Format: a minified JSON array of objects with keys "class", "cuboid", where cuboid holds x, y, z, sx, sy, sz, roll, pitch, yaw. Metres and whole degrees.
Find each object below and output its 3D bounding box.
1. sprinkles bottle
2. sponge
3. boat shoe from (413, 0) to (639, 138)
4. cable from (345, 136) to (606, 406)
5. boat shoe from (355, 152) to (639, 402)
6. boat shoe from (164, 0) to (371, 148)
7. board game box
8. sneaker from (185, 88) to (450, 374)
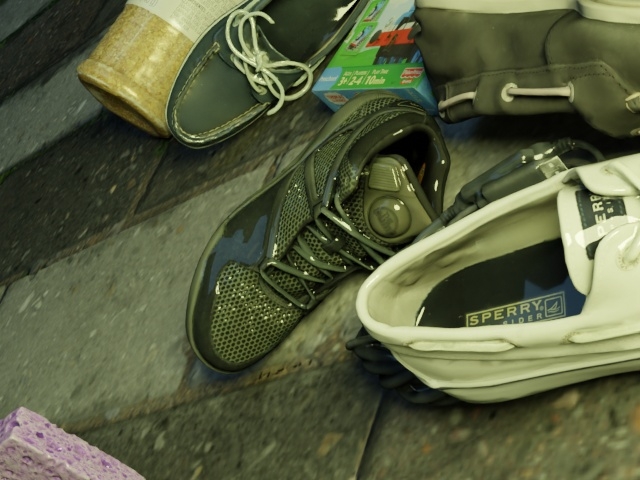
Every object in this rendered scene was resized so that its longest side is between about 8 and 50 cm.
[{"class":"sprinkles bottle","cuboid":[-0.108,-0.281,1.342,0.355,0.121,0.121,-57,26,-10]},{"class":"sponge","cuboid":[-0.232,0.198,0.926,0.210,0.117,0.031,-34,33,33]},{"class":"boat shoe","cuboid":[0.160,-0.097,0.715,0.112,0.095,0.335,-14,17,-23]},{"class":"cable","cuboid":[0.090,0.029,0.711,0.184,0.047,0.150,-32,36,26]},{"class":"boat shoe","cuboid":[0.136,0.003,0.568,0.267,0.088,0.096,-17,58,36]},{"class":"boat shoe","cuboid":[-0.038,-0.173,1.125,0.254,0.095,0.079,-39,16,7]},{"class":"board game box","cuboid":[0.096,-0.190,0.982,0.211,0.039,0.160,-57,26,-12]},{"class":"sneaker","cuboid":[0.000,0.000,0.838,0.227,0.087,0.130,-47,19,-3]}]
